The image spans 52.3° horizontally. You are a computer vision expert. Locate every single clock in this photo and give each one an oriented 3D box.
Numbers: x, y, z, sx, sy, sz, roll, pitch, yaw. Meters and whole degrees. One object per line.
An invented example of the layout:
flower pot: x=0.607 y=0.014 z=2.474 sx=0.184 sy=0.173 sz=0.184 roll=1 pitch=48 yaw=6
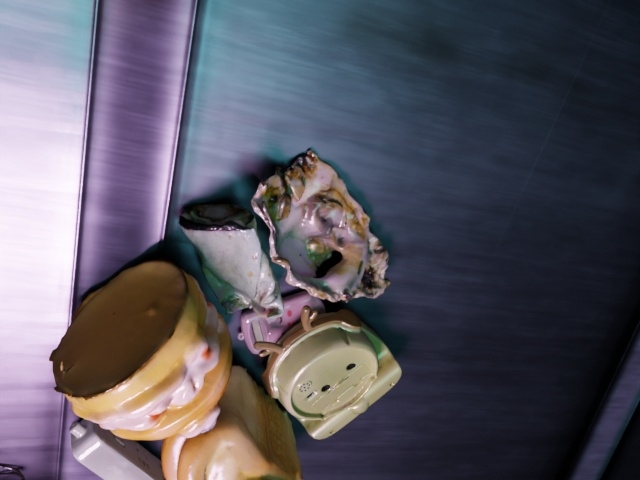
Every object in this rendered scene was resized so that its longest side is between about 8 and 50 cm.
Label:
clock: x=0.003 y=0.242 z=1.246 sx=0.235 sy=0.096 sz=0.308 roll=-39 pitch=134 yaw=2

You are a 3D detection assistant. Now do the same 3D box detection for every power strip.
power strip: x=-0.337 y=0.453 z=1.250 sx=0.062 sy=0.091 sz=0.385 roll=-38 pitch=123 yaw=-2

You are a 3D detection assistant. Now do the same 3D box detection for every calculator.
calculator: x=-0.074 y=0.155 z=1.234 sx=0.174 sy=0.032 sz=0.100 roll=-18 pitch=123 yaw=-12

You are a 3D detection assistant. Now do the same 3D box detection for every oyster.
oyster: x=-0.003 y=0.002 z=1.151 sx=0.354 sy=0.107 sz=0.201 roll=49 pitch=57 yaw=-28

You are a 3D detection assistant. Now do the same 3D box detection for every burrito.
burrito: x=-0.139 y=0.040 z=1.112 sx=0.089 sy=0.143 sz=0.229 roll=-59 pitch=144 yaw=-41

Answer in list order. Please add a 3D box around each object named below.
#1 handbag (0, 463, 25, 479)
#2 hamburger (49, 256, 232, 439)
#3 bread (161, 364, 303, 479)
handbag: x=-0.590 y=0.428 z=1.138 sx=0.139 sy=0.115 sz=0.072 roll=-1 pitch=117 yaw=-40
hamburger: x=-0.264 y=0.198 z=1.050 sx=0.276 sy=0.276 sz=0.237 roll=-33 pitch=129 yaw=-3
bread: x=-0.172 y=0.408 z=1.200 sx=0.211 sy=0.270 sz=0.316 roll=-29 pitch=130 yaw=12
